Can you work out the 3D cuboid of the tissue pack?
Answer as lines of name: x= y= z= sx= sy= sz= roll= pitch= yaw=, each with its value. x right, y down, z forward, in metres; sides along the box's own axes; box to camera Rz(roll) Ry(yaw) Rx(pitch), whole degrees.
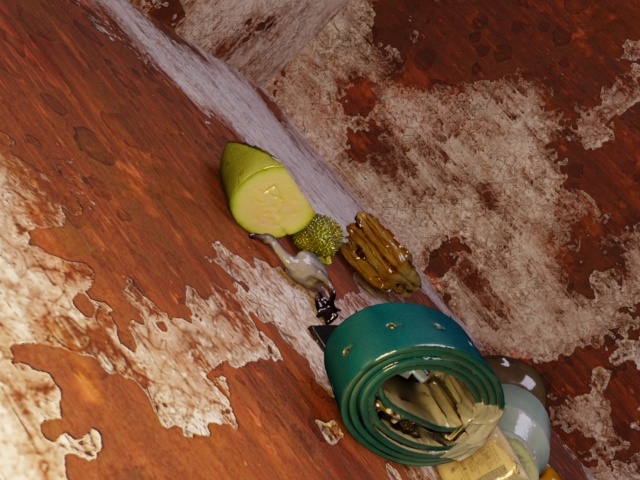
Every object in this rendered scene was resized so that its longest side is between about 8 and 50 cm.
tissue pack: x=0.369 y=0.525 z=1.369 sx=0.090 sy=0.186 sz=0.222 roll=46 pitch=11 yaw=-35

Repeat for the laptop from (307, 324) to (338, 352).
laptop: x=0.046 y=0.268 z=1.439 sx=0.135 sy=0.016 sz=0.197 roll=54 pitch=15 yaw=19

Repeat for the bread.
bread: x=0.227 y=0.078 z=2.201 sx=0.314 sy=0.191 sz=0.370 roll=48 pitch=0 yaw=25

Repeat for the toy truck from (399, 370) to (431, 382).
toy truck: x=0.290 y=0.381 z=1.541 sx=0.162 sy=0.136 sz=0.305 roll=39 pitch=18 yaw=21

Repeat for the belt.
belt: x=0.204 y=0.309 z=1.198 sx=0.436 sy=0.300 sz=0.173 roll=38 pitch=17 yaw=-36

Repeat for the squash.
squash: x=-0.169 y=-0.174 z=1.607 sx=0.233 sy=0.210 sz=0.309 roll=53 pitch=12 yaw=-37

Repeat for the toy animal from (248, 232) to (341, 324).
toy animal: x=-0.048 y=0.075 z=1.524 sx=0.324 sy=0.090 sz=0.195 roll=49 pitch=13 yaw=-4

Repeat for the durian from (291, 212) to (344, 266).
durian: x=-0.006 y=-0.013 z=1.789 sx=0.159 sy=0.146 sz=0.198 roll=44 pitch=10 yaw=-9

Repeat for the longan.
longan: x=0.639 y=0.537 z=2.007 sx=0.297 sy=0.297 sz=0.297 roll=45 pitch=14 yaw=-14

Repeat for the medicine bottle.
medicine bottle: x=0.502 y=0.560 z=1.566 sx=0.245 sy=0.245 sz=0.290 roll=51 pitch=22 yaw=10

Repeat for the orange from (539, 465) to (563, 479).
orange: x=0.640 y=0.749 z=1.591 sx=0.249 sy=0.183 sz=0.249 roll=43 pitch=14 yaw=-13
